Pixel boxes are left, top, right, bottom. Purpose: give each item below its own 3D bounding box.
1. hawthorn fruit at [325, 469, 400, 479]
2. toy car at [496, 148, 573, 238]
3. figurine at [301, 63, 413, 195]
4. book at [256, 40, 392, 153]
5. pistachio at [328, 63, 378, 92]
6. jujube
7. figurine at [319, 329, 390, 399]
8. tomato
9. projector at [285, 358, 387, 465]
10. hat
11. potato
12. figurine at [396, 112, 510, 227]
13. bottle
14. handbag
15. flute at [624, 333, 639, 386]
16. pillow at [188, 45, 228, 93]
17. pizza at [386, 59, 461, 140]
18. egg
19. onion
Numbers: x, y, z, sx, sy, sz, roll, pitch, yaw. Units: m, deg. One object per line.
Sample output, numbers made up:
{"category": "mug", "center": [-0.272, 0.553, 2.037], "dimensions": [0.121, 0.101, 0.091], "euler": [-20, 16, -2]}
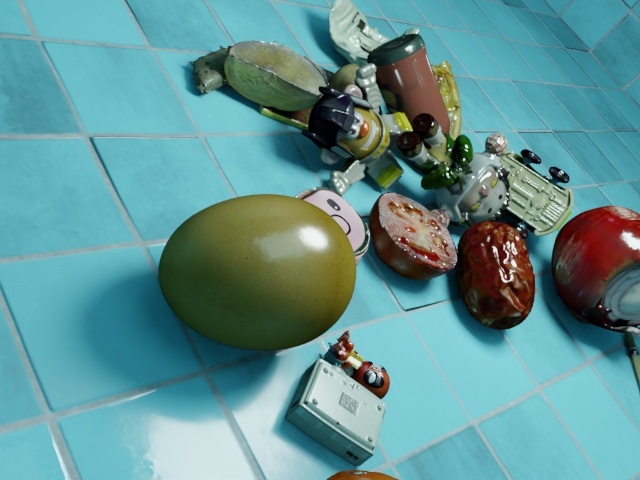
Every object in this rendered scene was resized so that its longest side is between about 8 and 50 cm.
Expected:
{"category": "hawthorn fruit", "center": [0.106, 0.420, 0.939], "dimensions": [0.211, 0.299, 0.211], "euler": [-4, 96, -53]}
{"category": "toy car", "center": [0.542, -0.121, 1.918], "dimensions": [0.248, 0.204, 0.198], "euler": [37, 10, 13]}
{"category": "figurine", "center": [0.078, -0.239, 1.618], "dimensions": [0.309, 0.143, 0.308], "euler": [17, 67, -44]}
{"category": "book", "center": [0.009, -0.346, 1.798], "dimensions": [0.374, 0.028, 0.262], "euler": [17, 46, -28]}
{"category": "pistachio", "center": [0.083, -0.369, 1.760], "dimensions": [0.124, 0.124, 0.185], "euler": [32, 33, -11]}
{"category": "jujube", "center": [0.386, 0.073, 1.600], "dimensions": [0.174, 0.174, 0.250], "euler": [17, 54, -27]}
{"category": "figurine", "center": [0.063, 0.228, 1.246], "dimensions": [0.140, 0.075, 0.068], "euler": [48, 36, -8]}
{"category": "tomato", "center": [0.190, -0.001, 1.566], "dimensions": [0.225, 0.085, 0.225], "euler": [23, 38, -19]}
{"category": "projector", "center": [0.031, 0.277, 1.180], "dimensions": [0.147, 0.061, 0.115], "euler": [36, 36, -7]}
{"category": "hat", "center": [0.147, -0.564, 2.061], "dimensions": [0.258, 0.168, 0.301], "euler": [30, 12, 12]}
{"category": "potato", "center": [-0.107, -0.376, 1.633], "dimensions": [0.243, 0.098, 0.138], "euler": [22, 44, -16]}
{"category": "figurine", "center": [0.321, -0.155, 1.709], "dimensions": [0.370, 0.281, 0.167], "euler": [36, 2, -38]}
{"category": "bottle", "center": [0.241, -0.333, 1.797], "dimensions": [0.336, 0.144, 0.144], "euler": [64, 32, -22]}
{"category": "handbag", "center": [0.001, -0.001, 1.380], "dimensions": [0.179, 0.116, 0.205], "euler": [44, 39, 7]}
{"category": "flute", "center": [0.796, 0.318, 1.810], "dimensions": [0.027, 0.027, 0.233], "euler": [28, 40, -16]}
{"category": "pillow", "center": [-0.225, -0.396, 1.631], "dimensions": [0.093, 0.051, 0.241], "euler": [40, 41, 4]}
{"category": "pizza", "center": [0.290, -0.377, 1.960], "dimensions": [0.223, 0.089, 0.323], "euler": [13, 63, -19]}
{"category": "egg", "center": [-0.095, 0.050, 1.141], "dimensions": [0.323, 0.250, 0.250], "euler": [1, 53, -35]}
{"category": "onion", "center": [0.724, 0.069, 1.778], "dimensions": [0.341, 0.341, 0.341], "euler": [23, 41, -22]}
